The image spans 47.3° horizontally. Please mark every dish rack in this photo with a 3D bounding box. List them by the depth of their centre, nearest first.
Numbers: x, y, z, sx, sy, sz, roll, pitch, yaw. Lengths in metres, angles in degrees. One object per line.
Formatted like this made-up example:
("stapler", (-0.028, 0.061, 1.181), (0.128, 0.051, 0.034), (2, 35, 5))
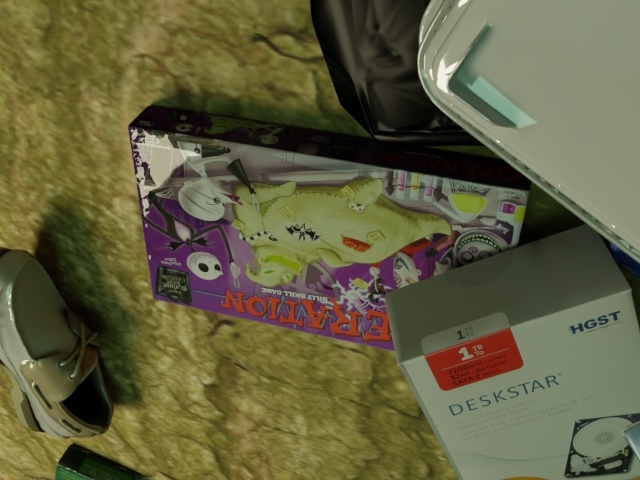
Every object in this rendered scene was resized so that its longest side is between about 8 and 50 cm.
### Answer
("dish rack", (0.221, -0.091, 0.390), (0.333, 0.072, 0.285), (39, 138, 5))

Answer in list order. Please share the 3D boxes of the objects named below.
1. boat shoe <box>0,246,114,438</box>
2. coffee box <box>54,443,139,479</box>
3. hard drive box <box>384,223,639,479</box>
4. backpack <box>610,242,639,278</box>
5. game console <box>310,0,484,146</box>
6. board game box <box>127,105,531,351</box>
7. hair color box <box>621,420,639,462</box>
("boat shoe", (-0.305, 0.125, 0.839), (0.103, 0.113, 0.302), (12, 138, 9))
("coffee box", (-0.337, 0.385, 1.077), (0.113, 0.040, 0.184), (25, 129, 0))
("hard drive box", (0.181, 0.122, 0.631), (0.181, 0.089, 0.232), (-21, 124, 12))
("backpack", (0.273, -0.016, 0.535), (0.098, 0.101, 0.120), (41, 130, 0))
("game console", (0.155, -0.160, 0.471), (0.361, 0.044, 0.213), (5, 128, 29))
("board game box", (0.000, 0.000, 0.677), (0.347, 0.056, 0.208), (10, 132, 12))
("hair color box", (0.358, 0.102, 0.453), (0.174, 0.347, 0.105), (-45, 58, 37))
